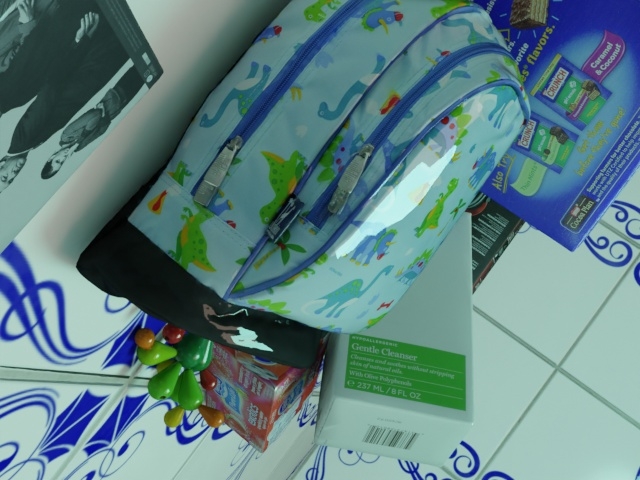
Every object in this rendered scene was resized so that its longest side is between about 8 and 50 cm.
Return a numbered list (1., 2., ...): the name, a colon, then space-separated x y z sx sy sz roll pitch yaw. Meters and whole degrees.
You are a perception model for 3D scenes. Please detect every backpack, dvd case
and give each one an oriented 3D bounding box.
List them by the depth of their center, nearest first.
1. dvd case: -0.194 -0.056 0.456 0.239 0.029 0.179 -51 166 -11
2. backpack: 0.012 -0.064 0.720 0.356 0.273 0.290 -65 153 -5

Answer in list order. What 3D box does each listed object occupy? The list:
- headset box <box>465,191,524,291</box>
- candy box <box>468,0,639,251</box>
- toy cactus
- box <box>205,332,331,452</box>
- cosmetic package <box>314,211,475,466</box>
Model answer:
1. headset box: 0.248 -0.050 1.498 0.293 0.218 0.110 -53 165 -1
2. candy box: 0.193 -0.187 0.806 0.122 0.317 0.268 -44 164 -39
3. toy cactus: -0.129 0.111 0.944 0.181 0.112 0.219 -56 161 -35
4. box: -0.081 0.186 1.189 0.128 0.122 0.257 -46 164 -29
5. cosmetic package: 0.112 0.120 1.209 0.155 0.196 0.366 107 -8 -51
